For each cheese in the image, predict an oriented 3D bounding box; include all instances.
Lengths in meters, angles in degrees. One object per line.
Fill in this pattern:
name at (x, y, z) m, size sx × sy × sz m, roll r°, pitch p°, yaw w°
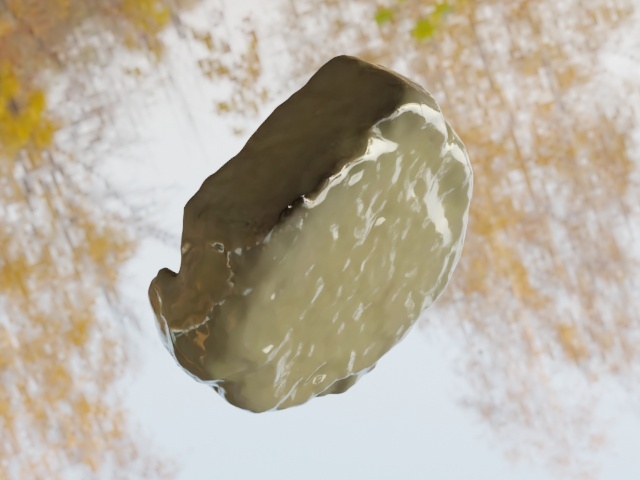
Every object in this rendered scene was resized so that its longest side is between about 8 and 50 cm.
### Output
cheese at (0.000, 0.000, 1.297) m, size 0.115 × 0.326 × 0.318 m, roll 34°, pitch -149°, yaw 33°
